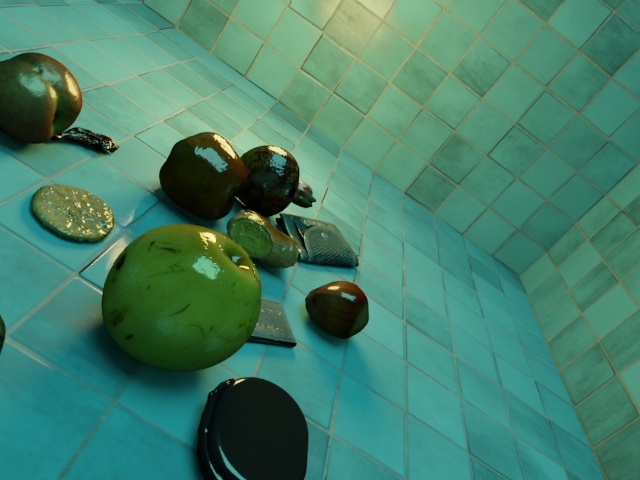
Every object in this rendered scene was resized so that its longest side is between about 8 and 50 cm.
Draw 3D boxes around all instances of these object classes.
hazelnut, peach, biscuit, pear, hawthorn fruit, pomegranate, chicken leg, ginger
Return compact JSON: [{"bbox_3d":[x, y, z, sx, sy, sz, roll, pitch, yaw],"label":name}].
[{"bbox_3d":[0.058,0.224,1.647,0.210,0.210,0.186,-16,81,-60],"label":"hazelnut"},{"bbox_3d":[-0.818,-0.404,1.443,0.252,0.252,0.252,30,26,-17],"label":"peach"},{"bbox_3d":[-0.650,-0.076,1.358,0.220,0.033,0.220,30,26,-16],"label":"biscuit"},{"bbox_3d":[-0.304,0.125,1.157,0.348,0.348,0.348,30,26,-17],"label":"pear"},{"bbox_3d":[-0.367,-0.196,1.687,0.301,0.268,0.268,42,25,3],"label":"hawthorn fruit"},{"bbox_3d":[-0.161,-0.208,1.951,0.341,0.285,0.285,21,30,-29],"label":"pomegranate"},{"bbox_3d":[-0.746,-0.323,1.625,0.219,0.048,0.089,13,32,-43],"label":"chicken leg"},{"bbox_3d":[-0.190,-0.003,1.744,0.276,0.130,0.221,44,15,14],"label":"ginger"}]

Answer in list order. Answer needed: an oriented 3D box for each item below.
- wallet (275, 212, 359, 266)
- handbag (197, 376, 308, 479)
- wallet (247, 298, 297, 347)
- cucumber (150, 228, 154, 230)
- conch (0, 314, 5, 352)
[{"bbox_3d":[0.000,0.000,2.050,0.342,0.075,0.237,10,40,-46],"label":"wallet"},{"bbox_3d":[-0.145,0.431,1.109,0.254,0.093,0.308,30,27,-14],"label":"handbag"},{"bbox_3d":[-0.177,0.226,1.473,0.222,0.036,0.167,18,32,-37],"label":"wallet"},{"bbox_3d":[-0.435,-0.012,1.519,0.053,0.053,0.181,49,25,21],"label":"cucumber"},{"bbox_3d":[-0.649,0.165,0.820,0.220,0.195,0.277,63,-6,-13],"label":"conch"}]
